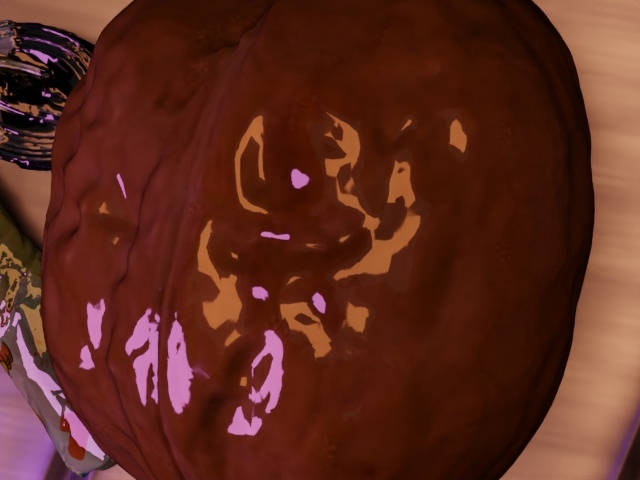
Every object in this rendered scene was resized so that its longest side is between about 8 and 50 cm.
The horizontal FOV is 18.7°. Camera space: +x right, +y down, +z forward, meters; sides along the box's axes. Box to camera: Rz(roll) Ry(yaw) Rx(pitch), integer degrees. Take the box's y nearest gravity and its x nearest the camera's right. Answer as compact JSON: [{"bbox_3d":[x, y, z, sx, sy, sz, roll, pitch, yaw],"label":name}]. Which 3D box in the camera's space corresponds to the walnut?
[{"bbox_3d":[0.000,0.000,1.233,0.354,0.308,0.398,18,95,41],"label":"walnut"}]

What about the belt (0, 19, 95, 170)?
[{"bbox_3d":[-0.205,-0.103,1.383,0.140,0.058,0.105,13,91,9],"label":"belt"}]

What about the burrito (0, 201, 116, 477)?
[{"bbox_3d":[-0.229,0.059,1.398,0.104,0.054,0.288,-33,88,11],"label":"burrito"}]
